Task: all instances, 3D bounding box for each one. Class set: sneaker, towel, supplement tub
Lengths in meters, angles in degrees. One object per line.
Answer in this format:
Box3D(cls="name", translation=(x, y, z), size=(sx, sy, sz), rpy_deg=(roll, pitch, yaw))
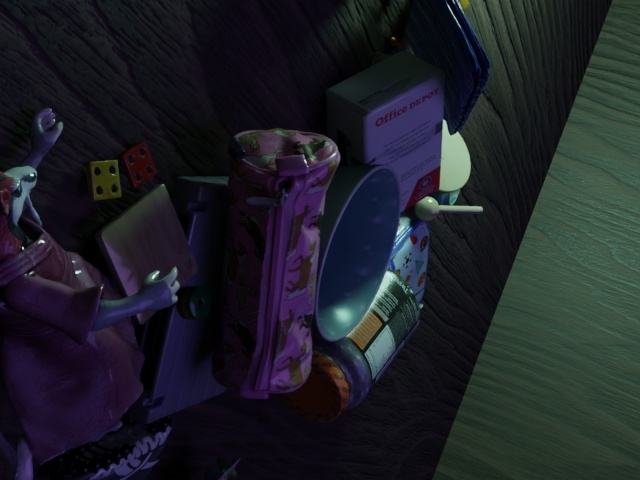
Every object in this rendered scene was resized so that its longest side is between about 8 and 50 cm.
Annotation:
Box3D(cls="sneaker", translation=(-0.286, 0.318, 1.314), size=(0.234, 0.078, 0.106), rpy_deg=(-19, 122, -65))
Box3D(cls="towel", translation=(0.214, -0.341, 1.702), size=(0.040, 0.243, 0.336), rpy_deg=(-23, 169, -5))
Box3D(cls="supplement tub", translation=(0.049, 0.197, 1.844), size=(0.316, 0.194, 0.193), rpy_deg=(-44, 145, -47))

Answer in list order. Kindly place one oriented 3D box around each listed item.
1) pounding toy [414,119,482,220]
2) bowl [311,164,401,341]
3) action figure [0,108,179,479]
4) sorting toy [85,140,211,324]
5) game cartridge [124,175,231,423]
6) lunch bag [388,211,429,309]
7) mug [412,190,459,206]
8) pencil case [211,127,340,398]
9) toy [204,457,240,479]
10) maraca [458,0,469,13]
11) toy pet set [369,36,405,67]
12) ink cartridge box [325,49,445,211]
Box3D(cls="pounding toy", translation=(0.235, -0.149, 2.095), size=(0.183, 0.110, 0.236), rpy_deg=(-4, 74, -36))
Box3D(cls="bowl", translation=(0.000, 0.000, 1.615), size=(0.311, 0.163, 0.311), rpy_deg=(-50, 150, -43))
Box3D(cls="action figure", translation=(-0.309, 0.049, 0.981), size=(0.276, 0.248, 0.370), rpy_deg=(-35, 148, -12))
Box3D(cls="sorting toy", translation=(-0.232, 0.009, 1.204), size=(0.132, 0.046, 0.274), rpy_deg=(-49, 129, -47))
Box3D(cls="game cartridge", translation=(-0.176, 0.078, 1.410), size=(0.230, 0.068, 0.354), rpy_deg=(-13, 119, -69))
Box3D(cls="lunch bag", translation=(0.145, 0.096, 2.097), size=(0.243, 0.115, 0.303), rpy_deg=(-49, 148, -38))
Box3D(cls="mug", translation=(0.277, -0.142, 2.229), size=(0.157, 0.097, 0.129), rpy_deg=(-64, 157, -16))
Box3D(cls="pencil case", translation=(-0.068, 0.035, 1.348), size=(0.167, 0.160, 0.385), rpy_deg=(-23, 129, -45))
Box3D(cls="toy", translation=(-0.237, 0.431, 1.520), size=(0.237, 0.056, 0.137), rpy_deg=(-36, 167, -32))
Box3D(cls="maraca", translation=(0.238, -0.469, 1.870), size=(0.185, 0.099, 0.127), rpy_deg=(-60, 144, -35))
Box3D(cls="toy pet set", translation=(0.146, -0.330, 1.819), size=(0.114, 0.065, 0.122), rpy_deg=(22, 87, -68))
Box3D(cls="ink cartridge box", translation=(0.120, -0.182, 1.741), size=(0.197, 0.114, 0.272), rpy_deg=(-31, 140, -27))
